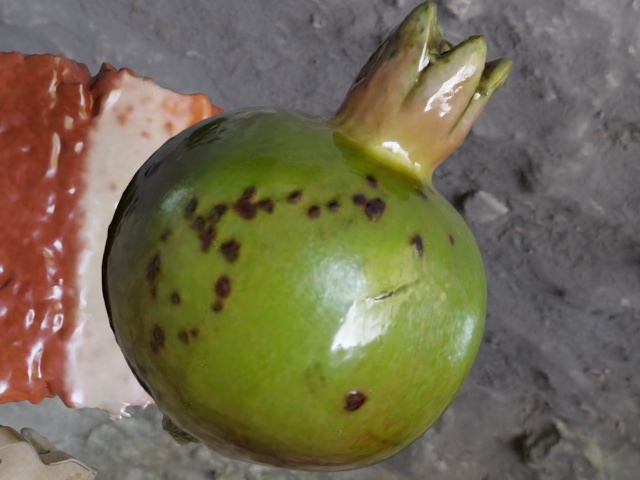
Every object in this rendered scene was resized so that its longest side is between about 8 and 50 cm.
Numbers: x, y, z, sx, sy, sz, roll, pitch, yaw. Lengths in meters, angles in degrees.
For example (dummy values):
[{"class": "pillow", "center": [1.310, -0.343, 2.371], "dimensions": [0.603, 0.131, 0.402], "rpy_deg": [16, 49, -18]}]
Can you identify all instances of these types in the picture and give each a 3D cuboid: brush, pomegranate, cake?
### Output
[{"class": "brush", "center": [-0.254, 0.188, 0.825], "dimensions": [0.065, 0.070, 0.327], "rpy_deg": [42, 164, 10]}, {"class": "pomegranate", "center": [0.000, 0.000, 0.402], "dimensions": [0.159, 0.205, 0.159], "rpy_deg": [33, -172, -5]}, {"class": "cake", "center": [-0.234, -0.014, 0.832], "dimensions": [0.319, 0.270, 0.269], "rpy_deg": [8, -178, -2]}]
